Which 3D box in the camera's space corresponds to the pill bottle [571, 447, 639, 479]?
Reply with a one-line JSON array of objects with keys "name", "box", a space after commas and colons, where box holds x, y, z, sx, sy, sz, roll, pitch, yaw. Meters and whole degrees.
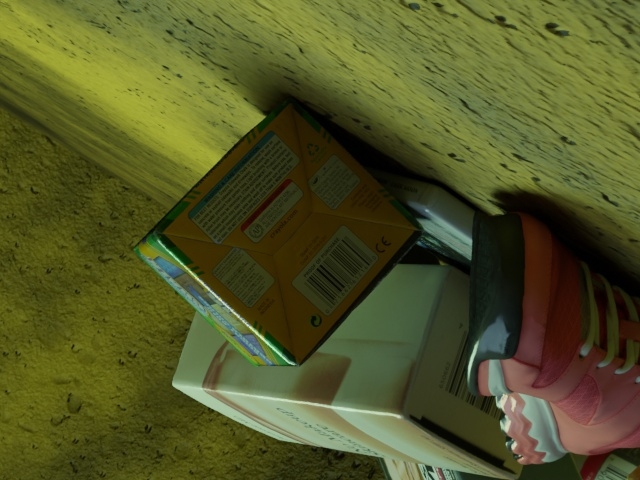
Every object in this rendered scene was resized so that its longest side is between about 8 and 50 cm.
[{"name": "pill bottle", "box": [0.386, 0.288, 1.404, 0.318, 0.176, 0.176, 25, 173, 47]}]

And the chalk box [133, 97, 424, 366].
[{"name": "chalk box", "box": [-0.040, 0.001, 1.070, 0.132, 0.132, 0.213, 44, 168, -7]}]

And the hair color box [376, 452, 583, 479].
[{"name": "hair color box", "box": [0.139, 0.206, 1.514, 0.374, 0.114, 0.185, 99, 150, -72]}]

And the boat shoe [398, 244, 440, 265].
[{"name": "boat shoe", "box": [0.001, -0.001, 1.345, 0.224, 0.080, 0.073, 26, 170, 1]}]

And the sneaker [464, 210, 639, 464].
[{"name": "sneaker", "box": [0.173, 0.060, 0.956, 0.136, 0.116, 0.314, -2, 158, 16]}]

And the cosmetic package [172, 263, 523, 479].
[{"name": "cosmetic package", "box": [0.031, 0.102, 1.260, 0.153, 0.129, 0.296, 31, 161, -35]}]

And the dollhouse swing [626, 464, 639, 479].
[{"name": "dollhouse swing", "box": [0.352, 0.344, 1.087, 0.347, 0.305, 0.315, 38, 177, 37]}]

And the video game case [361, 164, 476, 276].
[{"name": "video game case", "box": [0.105, 0.002, 1.084, 0.190, 0.022, 0.173, 32, 175, -27]}]
